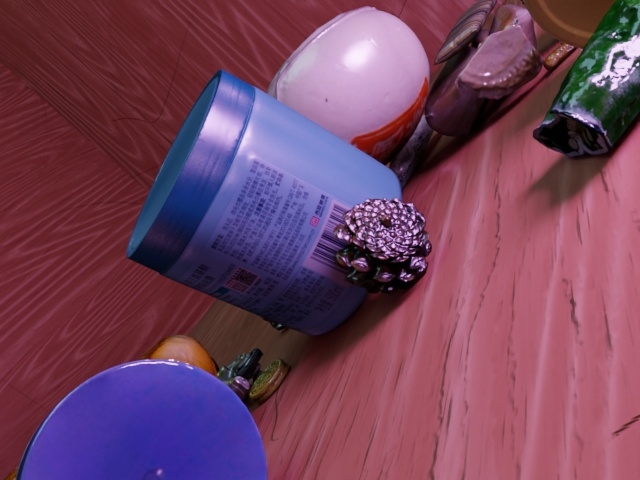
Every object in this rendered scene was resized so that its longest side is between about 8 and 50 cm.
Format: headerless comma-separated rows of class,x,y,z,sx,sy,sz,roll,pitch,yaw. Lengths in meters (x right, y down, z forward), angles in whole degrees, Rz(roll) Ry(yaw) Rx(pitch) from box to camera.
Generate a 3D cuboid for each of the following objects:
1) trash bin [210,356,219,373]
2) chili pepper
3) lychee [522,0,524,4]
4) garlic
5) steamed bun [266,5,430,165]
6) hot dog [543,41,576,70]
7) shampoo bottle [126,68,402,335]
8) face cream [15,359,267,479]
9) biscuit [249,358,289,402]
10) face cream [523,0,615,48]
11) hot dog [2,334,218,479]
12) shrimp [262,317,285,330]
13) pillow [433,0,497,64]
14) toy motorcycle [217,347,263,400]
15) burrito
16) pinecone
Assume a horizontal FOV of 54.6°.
trash bin,-0.295,0.315,1.367,0.175,0.175,0.161,-48,-3,-3
chili pepper,0.342,-0.213,0.655,0.271,0.099,0.136,-54,-18,1
lychee,0.447,-0.497,1.152,0.188,0.188,0.188,-47,7,8
garlic,0.316,-0.326,1.217,0.279,0.132,0.325,-46,6,17
steamed bun,0.069,-0.261,1.240,0.374,0.241,0.374,-43,-12,-12
hot dog,0.437,-0.349,1.063,0.137,0.028,0.044,-47,0,18
shampoo bottle,-0.090,-0.049,1.023,0.331,0.342,0.331,-51,23,31
face cream,-0.212,0.274,0.703,0.249,0.249,0.225,-52,9,-31
biscuit,-0.087,0.238,1.049,0.084,0.023,0.084,-46,9,9
face cream,0.384,-0.384,0.798,0.218,0.218,0.179,-38,13,53
hot dog,-0.294,0.343,0.932,0.405,0.223,0.185,-41,8,-6
shrimp,0.000,0.000,1.387,0.446,0.109,0.221,-53,-3,-24
pillow,0.288,-0.415,1.203,0.113,0.038,0.203,-34,17,48
toy motorcycle,-0.181,0.286,1.143,0.228,0.074,0.151,-43,9,44
burrito,0.213,-0.216,1.465,0.096,0.066,0.309,94,-157,-47
pinecone,0.084,0.014,0.848,0.140,0.140,0.121,-52,-18,-27
